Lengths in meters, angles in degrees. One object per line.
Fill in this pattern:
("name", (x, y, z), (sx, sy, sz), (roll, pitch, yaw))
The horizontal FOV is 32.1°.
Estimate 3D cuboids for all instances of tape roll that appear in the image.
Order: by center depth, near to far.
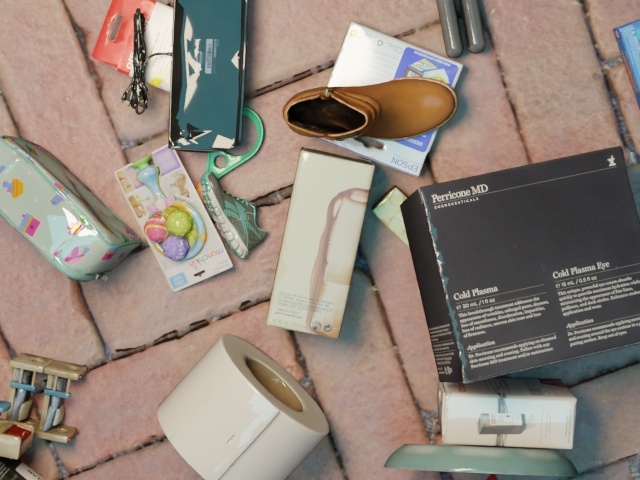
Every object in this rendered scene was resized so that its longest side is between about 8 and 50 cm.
("tape roll", (-0.129, 0.299, 1.873), (0.246, 0.246, 0.169), (42, 98, -3))

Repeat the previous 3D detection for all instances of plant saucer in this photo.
("plant saucer", (0.264, 0.361, 1.836), (0.318, 0.317, 0.043), (3, 80, 2))

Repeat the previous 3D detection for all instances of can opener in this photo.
("can opener", (0.217, -0.448, 1.838), (0.076, 0.095, 0.283), (-10, 90, 5))

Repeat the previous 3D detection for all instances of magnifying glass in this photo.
("magnifying glass", (-0.179, -0.129, 1.932), (0.092, 0.026, 0.231), (32, 99, -2))

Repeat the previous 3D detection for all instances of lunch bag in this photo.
("lunch bag", (-0.436, -0.047, 1.860), (0.279, 0.224, 0.108), (44, 93, 3))

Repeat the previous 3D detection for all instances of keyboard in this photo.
("keyboard", (-0.223, -0.305, 1.831), (0.202, 0.033, 0.317), (3, 95, -5))

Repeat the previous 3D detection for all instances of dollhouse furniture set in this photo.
("dollhouse furniture set", (-0.491, 0.287, 1.917), (0.129, 0.183, 0.129), (11, 97, 1))

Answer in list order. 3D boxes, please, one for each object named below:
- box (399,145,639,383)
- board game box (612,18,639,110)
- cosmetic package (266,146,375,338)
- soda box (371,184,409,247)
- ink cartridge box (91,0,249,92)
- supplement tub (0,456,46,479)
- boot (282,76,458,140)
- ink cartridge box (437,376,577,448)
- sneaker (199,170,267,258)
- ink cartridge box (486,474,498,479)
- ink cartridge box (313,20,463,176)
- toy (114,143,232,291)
("box", (0.337, 0.043, 1.797), (0.343, 0.179, 0.312), (-11, 85, -7))
("board game box", (0.617, -0.317, 1.860), (0.210, 0.047, 0.160), (-19, 95, 5))
("cosmetic package", (0.000, 0.000, 1.878), (0.129, 0.153, 0.296), (11, 99, 0))
("soda box", (0.171, -0.012, 1.914), (0.181, 0.058, 0.061), (44, 97, -4))
("ink cartridge box", (-0.253, -0.322, 1.886), (0.231, 0.078, 0.134), (23, 97, 0))
("supplement tub", (-0.622, 0.431, 1.937), (0.316, 0.193, 0.193), (39, 97, -3))
("boot", (0.080, -0.210, 1.767), (0.283, 0.220, 0.109), (3, 97, 4))
("ink cartridge box", (0.310, 0.289, 1.892), (0.218, 0.158, 0.092), (3, 95, 3))
("sneaker", (-0.149, -0.053, 1.918), (0.076, 0.065, 0.166), (-32, 113, -14))
("ink cartridge box", (0.150, 0.546, 1.856), (0.091, 0.308, 0.385), (42, 97, -4))
("ink cartridge box", (0.109, -0.239, 1.895), (0.206, 0.045, 0.208), (22, 97, 1))
("toy", (-0.265, -0.033, 1.915), (0.137, 0.056, 0.237), (-23, 93, 28))
